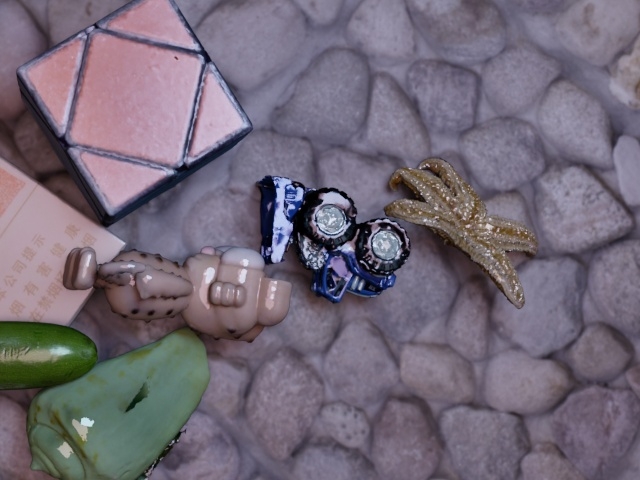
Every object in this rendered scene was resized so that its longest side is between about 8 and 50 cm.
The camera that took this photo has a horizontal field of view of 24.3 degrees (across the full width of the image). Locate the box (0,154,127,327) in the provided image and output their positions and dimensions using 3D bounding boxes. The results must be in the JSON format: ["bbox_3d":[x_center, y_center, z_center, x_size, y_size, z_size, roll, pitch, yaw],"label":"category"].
[{"bbox_3d":[-0.443,-0.018,1.823,0.365,0.051,0.204,35,84,-5],"label":"box"}]

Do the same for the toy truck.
[{"bbox_3d":[0.000,0.000,1.870,0.208,0.113,0.126,29,84,-6],"label":"toy truck"}]

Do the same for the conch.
[{"bbox_3d":[-0.242,0.218,1.825,0.250,0.137,0.143,-17,62,-29],"label":"conch"}]

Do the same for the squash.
[{"bbox_3d":[-0.411,0.137,1.760,0.292,0.082,0.082,-1,87,1],"label":"squash"}]

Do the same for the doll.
[{"bbox_3d":[-0.168,0.054,1.797,0.278,0.154,0.119,11,84,-31],"label":"doll"}]

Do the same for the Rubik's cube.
[{"bbox_3d":[-0.227,-0.156,1.793,0.205,0.205,0.207,-34,94,-10],"label":"Rubik's cube"}]

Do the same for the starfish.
[{"bbox_3d":[0.192,-0.014,1.895,0.216,0.071,0.238,-10,62,-37],"label":"starfish"}]
